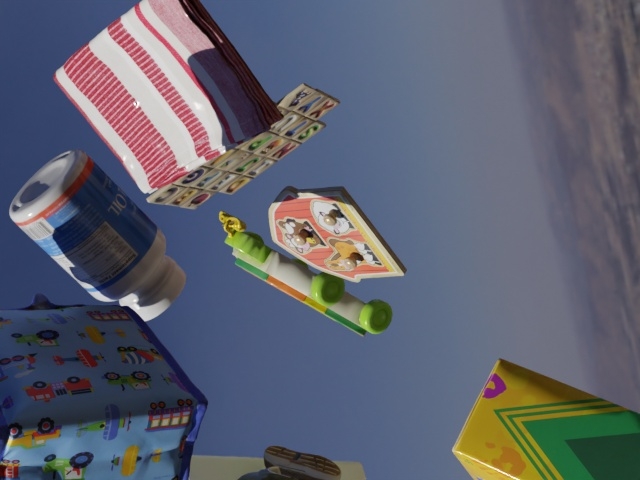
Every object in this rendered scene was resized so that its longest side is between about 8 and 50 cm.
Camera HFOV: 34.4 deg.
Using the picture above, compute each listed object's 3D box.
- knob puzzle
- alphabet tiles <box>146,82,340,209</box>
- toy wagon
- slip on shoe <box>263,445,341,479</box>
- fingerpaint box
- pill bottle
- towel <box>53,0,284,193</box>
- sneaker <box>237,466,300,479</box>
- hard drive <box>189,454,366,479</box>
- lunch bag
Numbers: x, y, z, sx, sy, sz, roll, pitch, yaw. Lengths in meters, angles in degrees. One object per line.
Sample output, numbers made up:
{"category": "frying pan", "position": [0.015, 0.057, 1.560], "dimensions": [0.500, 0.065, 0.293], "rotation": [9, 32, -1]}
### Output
{"category": "knob puzzle", "position": [0.000, 0.000, 1.458], "dimensions": [0.030, 0.213, 0.213], "rotation": [-60, -35, -31]}
{"category": "alphabet tiles", "position": [-0.130, -0.156, 1.794], "dimensions": [0.011, 0.342, 0.285], "rotation": [59, -164, 13]}
{"category": "toy wagon", "position": [-0.047, 0.056, 1.716], "dimensions": [0.344, 0.267, 0.068], "rotation": [31, -95, -38]}
{"category": "slip on shoe", "position": [-0.030, 0.371, 1.673], "dimensions": [0.051, 0.135, 0.041], "rotation": [-34, -48, -65]}
{"category": "fingerpaint box", "position": [0.432, 0.384, 1.527], "dimensions": [0.163, 0.371, 0.445], "rotation": [-60, -30, -16]}
{"category": "pill bottle", "position": [-0.277, 0.000, 1.326], "dimensions": [0.221, 0.124, 0.124], "rotation": [49, -154, -28]}
{"category": "towel", "position": [-0.229, -0.205, 1.466], "dimensions": [0.237, 0.329, 0.037], "rotation": [53, -134, -15]}
{"category": "sneaker", "position": [-0.043, 0.324, 1.268], "dimensions": [0.192, 0.086, 0.064], "rotation": [15, 122, 58]}
{"category": "hard drive", "position": [-0.061, 0.438, 1.676], "dimensions": [0.203, 0.308, 0.040], "rotation": [-108, 29, -52]}
{"category": "lunch bag", "position": [-0.290, 0.149, 1.168], "dimensions": [0.293, 0.221, 0.138], "rotation": [52, 135, 46]}
